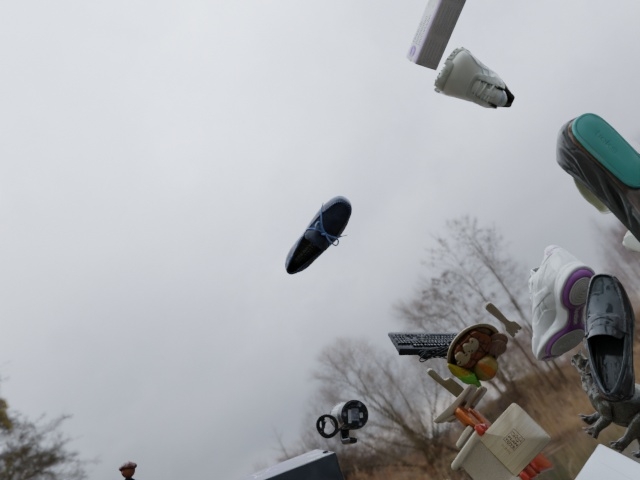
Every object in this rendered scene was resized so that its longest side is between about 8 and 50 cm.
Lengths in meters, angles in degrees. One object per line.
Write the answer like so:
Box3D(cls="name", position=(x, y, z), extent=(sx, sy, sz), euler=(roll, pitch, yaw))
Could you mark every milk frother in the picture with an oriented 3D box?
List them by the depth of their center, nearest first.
Box3D(cls="milk frother", position=(0.050, 0.531, 1.802), extent=(0.143, 0.129, 0.135), euler=(20, -23, -8))

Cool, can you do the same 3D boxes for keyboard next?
Box3D(cls="keyboard", position=(0.248, 0.216, 1.303), extent=(0.191, 0.100, 0.038), euler=(2, -61, -21))

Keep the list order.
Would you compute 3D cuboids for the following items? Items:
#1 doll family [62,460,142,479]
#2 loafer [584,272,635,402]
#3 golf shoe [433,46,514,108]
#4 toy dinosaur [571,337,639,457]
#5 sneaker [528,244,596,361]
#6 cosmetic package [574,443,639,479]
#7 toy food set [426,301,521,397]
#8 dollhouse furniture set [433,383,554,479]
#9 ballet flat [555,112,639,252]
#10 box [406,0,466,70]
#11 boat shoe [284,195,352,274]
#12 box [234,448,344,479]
Box3D(cls="doll family", position=(-0.340, 0.397, 0.899), extent=(0.192, 0.112, 0.076), euler=(0, -23, -31))
Box3D(cls="loafer", position=(0.486, 0.158, 1.022), extent=(0.076, 0.223, 0.078), euler=(-11, -26, 36))
Box3D(cls="golf shoe", position=(0.224, -0.221, 0.854), extent=(0.176, 0.086, 0.069), euler=(-13, -46, -54))
Box3D(cls="toy dinosaur", position=(0.654, 0.361, 1.280), extent=(0.121, 0.313, 0.160), euler=(4, -63, -61))
Box3D(cls="sneaker", position=(0.545, 0.147, 1.408), extent=(0.114, 0.152, 0.305), euler=(-9, -54, -13))
Box3D(cls="cosmetic package", position=(0.290, 0.340, 0.508), extent=(0.225, 0.224, 0.138), euler=(-47, -57, -16))
Box3D(cls="toy food set", position=(0.306, 0.221, 1.177), extent=(0.132, 0.038, 0.192), euler=(38, -87, -29))
Box3D(cls="dollhouse furniture set", position=(0.314, 0.334, 0.957), extent=(0.135, 0.262, 0.259), euler=(-50, -32, 8))
Box3D(cls="ballet flat", position=(0.417, -0.049, 0.796), extent=(0.095, 0.280, 0.096), euler=(-27, -23, -17))
Box3D(cls="box", position=(0.293, -0.557, 1.387), extent=(0.067, 0.063, 0.324), euler=(8, -61, -24))
Box3D(cls="boat shoe", position=(0.000, 0.000, 1.618), extent=(0.258, 0.109, 0.089), euler=(-56, 7, 21))
Box3D(cls="box", position=(-0.091, 0.592, 1.450), extent=(0.261, 0.103, 0.184), euler=(-15, -9, -19))
